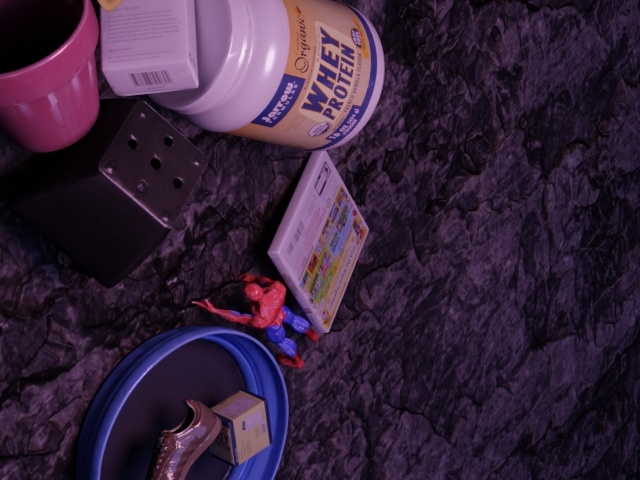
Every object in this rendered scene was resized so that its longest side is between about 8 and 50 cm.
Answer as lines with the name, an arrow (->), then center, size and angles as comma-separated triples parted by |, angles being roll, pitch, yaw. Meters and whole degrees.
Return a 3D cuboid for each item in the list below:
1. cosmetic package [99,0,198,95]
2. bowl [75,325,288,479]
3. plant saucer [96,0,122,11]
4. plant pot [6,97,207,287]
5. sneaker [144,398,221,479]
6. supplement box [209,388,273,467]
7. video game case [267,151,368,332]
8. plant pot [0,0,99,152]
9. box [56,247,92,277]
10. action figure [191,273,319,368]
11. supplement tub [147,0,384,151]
cosmetic package -> -0.224, -0.312, 1.816 | 0.085, 0.117, 0.231 | 75, 11, -70
bowl -> -0.212, 0.316, 2.169 | 0.391, 0.077, 0.391 | -19, 117, -42
plant saucer -> -0.270, -0.508, 1.691 | 0.333, 0.081, 0.333 | -59, 144, -22
plant pot -> -0.260, -0.077, 1.831 | 0.188, 0.167, 0.187 | 43, 53, -24
sneaker -> -0.226, 0.318, 2.062 | 0.071, 0.066, 0.188 | 46, 66, -24
supplement box -> -0.125, 0.288, 2.152 | 0.083, 0.056, 0.083 | -28, 123, -39
video game case -> 0.000, 0.000, 2.278 | 0.206, 0.026, 0.227 | 59, 41, -41
plant pot -> -0.361, -0.215, 1.741 | 0.201, 0.201, 0.180 | -50, 150, -23
box -> -0.321, 0.009, 1.931 | 0.052, 0.083, 0.062 | -18, 117, -43
action figure -> -0.102, 0.113, 2.222 | 0.091, 0.139, 0.280 | -63, 161, -15
supplement tub -> -0.084, -0.256, 1.988 | 0.316, 0.228, 0.228 | 7, 98, -49
